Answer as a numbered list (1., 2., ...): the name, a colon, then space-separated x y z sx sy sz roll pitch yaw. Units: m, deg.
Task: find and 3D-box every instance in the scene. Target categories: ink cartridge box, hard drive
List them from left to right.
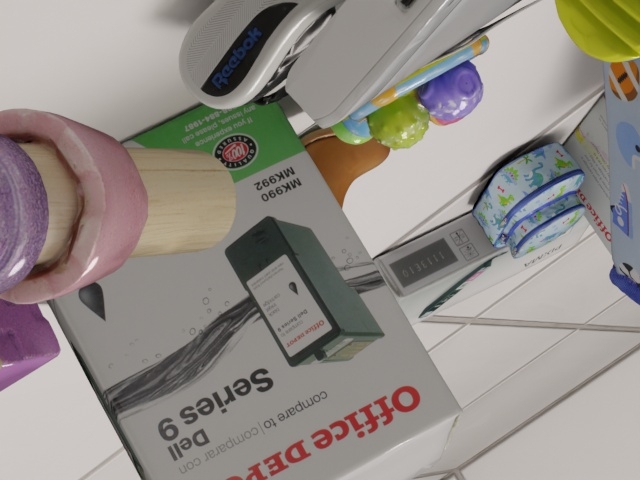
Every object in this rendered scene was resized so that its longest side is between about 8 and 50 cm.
1. ink cartridge box: -0.061 0.064 1.145 0.211 0.289 0.121 -28 162 -13
2. ink cartridge box: 0.169 0.034 1.828 0.275 0.060 0.239 -25 160 -18
3. hard drive: 0.142 -0.209 0.978 0.353 0.047 0.233 -38 173 -48
4. ink cartridge box: 0.348 -0.091 1.664 0.127 0.128 0.176 -22 161 -29

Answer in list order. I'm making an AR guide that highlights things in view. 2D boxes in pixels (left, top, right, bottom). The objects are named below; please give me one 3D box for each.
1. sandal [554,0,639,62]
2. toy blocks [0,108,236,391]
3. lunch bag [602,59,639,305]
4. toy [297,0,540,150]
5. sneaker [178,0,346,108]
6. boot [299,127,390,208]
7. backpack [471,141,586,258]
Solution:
1. sandal: 0.303 -0.247 1.192 0.138 0.126 0.317 -17 159 -49
2. toy blocks: -0.248 -0.032 0.592 0.309 0.288 0.260 -36 168 22
3. lunch bag: 0.448 -0.117 1.427 0.385 0.239 0.328 -23 129 -14
4. toy: 0.069 -0.101 1.162 0.137 0.056 0.237 -31 -173 -20
5. sneaker: 0.011 -0.170 1.010 0.217 0.079 0.121 -40 171 26
6. boot: 0.000 0.000 1.297 0.197 0.152 0.073 -26 162 -17
7. backpack: 0.222 -0.043 1.664 0.105 0.084 0.114 -27 159 -20
